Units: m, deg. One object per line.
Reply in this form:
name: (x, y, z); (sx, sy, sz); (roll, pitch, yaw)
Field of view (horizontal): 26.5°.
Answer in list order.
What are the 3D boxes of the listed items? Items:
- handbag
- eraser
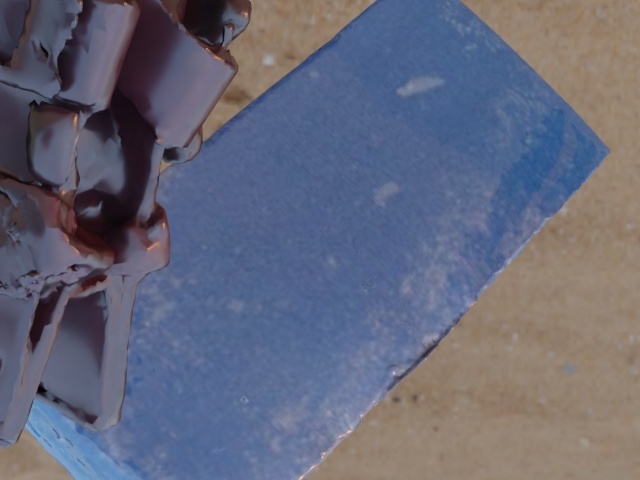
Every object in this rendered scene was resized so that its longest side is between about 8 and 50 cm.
handbag: (-0.118, -0.072, 0.371); (0.216, 0.203, 0.074); (19, -167, 27)
eraser: (0.000, 0.000, 0.626); (0.144, 0.312, 0.042); (45, 148, 4)
